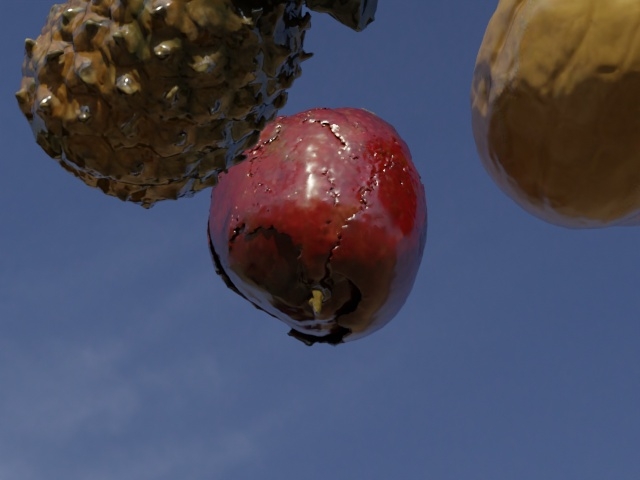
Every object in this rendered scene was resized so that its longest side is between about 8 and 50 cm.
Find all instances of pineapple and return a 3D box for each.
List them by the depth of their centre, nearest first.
[{"bbox_3d":[-0.024,-0.123,0.640,0.125,0.125,0.251,38,-59,-20],"label":"pineapple"}]

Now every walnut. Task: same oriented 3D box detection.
[{"bbox_3d":[0.194,-0.109,0.959,0.195,0.195,0.221,18,-64,-6],"label":"walnut"}]

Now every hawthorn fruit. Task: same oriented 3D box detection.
[{"bbox_3d":[0.000,0.000,0.941,0.148,0.172,0.148,-3,-57,-5],"label":"hawthorn fruit"}]
